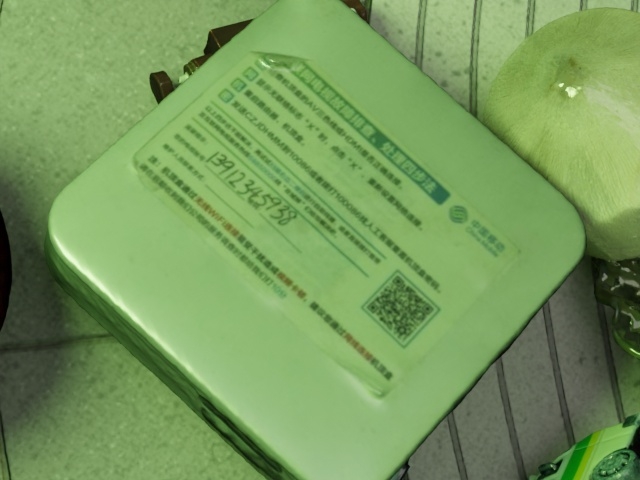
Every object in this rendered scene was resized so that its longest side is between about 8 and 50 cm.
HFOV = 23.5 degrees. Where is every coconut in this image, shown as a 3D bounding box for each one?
[{"bbox_3d":[0.289,-0.112,1.575,0.237,0.266,0.237,-11,61,22],"label":"coconut"}]

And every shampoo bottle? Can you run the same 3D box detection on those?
[{"bbox_3d":[-0.064,-0.191,1.587,0.236,0.067,0.068,-20,78,-20],"label":"shampoo bottle"}]

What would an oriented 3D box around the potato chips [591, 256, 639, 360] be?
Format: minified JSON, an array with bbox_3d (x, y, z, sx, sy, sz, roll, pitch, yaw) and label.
[{"bbox_3d":[0.490,0.097,1.704,0.373,0.097,0.389,-36,92,-26],"label":"potato chips"}]

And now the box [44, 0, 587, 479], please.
[{"bbox_3d":[0.000,0.001,1.439,0.396,0.111,0.396,43,66,6],"label":"box"}]

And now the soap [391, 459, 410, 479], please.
[{"bbox_3d":[0.001,0.263,1.484,0.091,0.145,0.230,29,75,-12],"label":"soap"}]

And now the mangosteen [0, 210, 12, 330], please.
[{"bbox_3d":[-0.412,-0.003,1.292,0.307,0.347,0.307,6,47,-6],"label":"mangosteen"}]

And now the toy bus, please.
[{"bbox_3d":[0.262,0.311,1.516,0.133,0.165,0.276,55,39,-14],"label":"toy bus"}]
